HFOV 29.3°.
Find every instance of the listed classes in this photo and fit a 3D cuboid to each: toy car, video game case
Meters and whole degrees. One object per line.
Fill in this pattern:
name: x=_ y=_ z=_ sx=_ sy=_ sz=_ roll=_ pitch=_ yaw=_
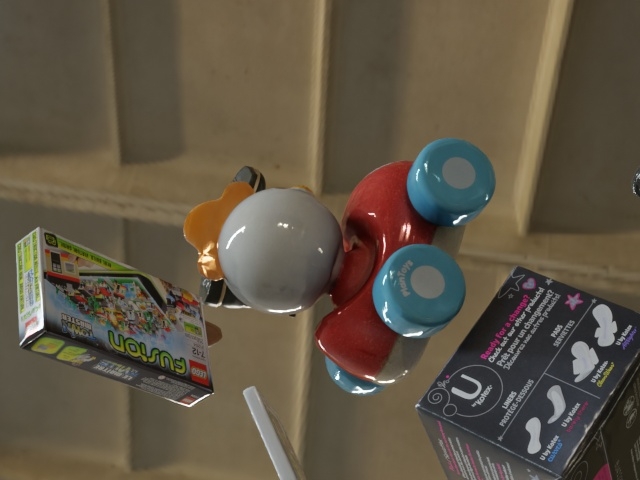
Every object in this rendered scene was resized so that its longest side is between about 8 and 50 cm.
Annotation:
toy car: x=0.000 y=0.000 z=1.094 sx=0.238 sy=0.210 sz=0.219 roll=21 pitch=-25 yaw=-5
video game case: x=-0.044 y=0.299 z=1.641 sx=0.022 sy=0.190 sz=0.173 roll=-25 pitch=-21 yaw=-1

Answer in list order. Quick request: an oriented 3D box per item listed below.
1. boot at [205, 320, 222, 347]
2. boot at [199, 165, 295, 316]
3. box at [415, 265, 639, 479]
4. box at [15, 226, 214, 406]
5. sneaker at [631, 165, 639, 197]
boot: x=-0.174 y=0.117 z=1.298 sx=0.118 sy=0.042 sz=0.087 roll=6 pitch=-37 yaw=-30
boot: x=-0.072 y=0.005 z=1.636 sx=0.137 sy=0.077 sz=0.197 roll=12 pitch=-66 yaw=-20
box: x=0.202 y=0.168 z=1.038 sx=0.142 sy=0.163 sz=0.247 roll=23 pitch=-27 yaw=34
box: x=-0.189 y=0.075 z=1.143 sx=0.036 sy=0.114 sz=0.207 roll=-33 pitch=-39 yaw=27
sneaker: x=0.413 y=-0.069 z=1.476 sx=0.051 sy=0.089 sz=0.170 roll=49 pitch=-27 yaw=-3
